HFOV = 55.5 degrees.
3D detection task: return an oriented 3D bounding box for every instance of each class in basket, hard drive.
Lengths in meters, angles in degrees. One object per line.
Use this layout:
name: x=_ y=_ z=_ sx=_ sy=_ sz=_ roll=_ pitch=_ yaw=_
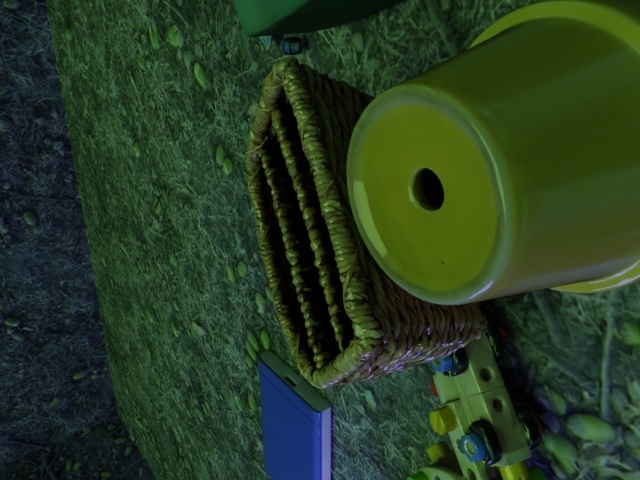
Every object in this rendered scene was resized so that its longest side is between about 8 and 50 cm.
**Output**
basket: x=0.000 y=0.000 z=0.645 sx=0.213 sy=0.223 sz=0.299 roll=-28 pitch=70 yaw=35
hard drive: x=-0.054 y=0.411 z=1.251 sx=0.210 sy=0.040 sz=0.319 roll=31 pitch=130 yaw=45

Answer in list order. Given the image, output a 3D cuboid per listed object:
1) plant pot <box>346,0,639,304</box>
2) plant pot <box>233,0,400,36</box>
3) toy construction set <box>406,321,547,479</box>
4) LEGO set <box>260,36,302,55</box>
plant pot: x=0.163 y=-0.063 z=0.497 sx=0.254 sy=0.239 sz=0.254 roll=30 pitch=129 yaw=45
plant pot: x=0.001 y=-0.321 z=0.657 sx=0.234 sy=0.165 sz=0.166 roll=-14 pitch=94 yaw=54
toy construction set: x=0.152 y=0.210 z=0.754 sx=0.328 sy=0.151 sz=0.215 roll=58 pitch=154 yaw=9
LEGO set: x=-0.073 y=-0.388 z=0.880 sx=0.244 sy=0.060 sz=0.182 roll=60 pitch=155 yaw=23
